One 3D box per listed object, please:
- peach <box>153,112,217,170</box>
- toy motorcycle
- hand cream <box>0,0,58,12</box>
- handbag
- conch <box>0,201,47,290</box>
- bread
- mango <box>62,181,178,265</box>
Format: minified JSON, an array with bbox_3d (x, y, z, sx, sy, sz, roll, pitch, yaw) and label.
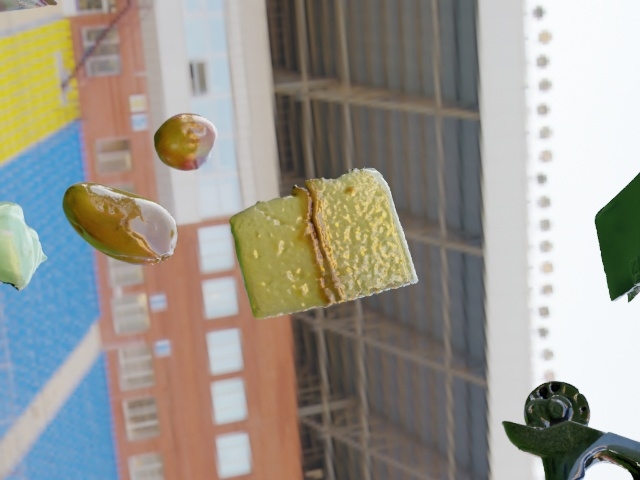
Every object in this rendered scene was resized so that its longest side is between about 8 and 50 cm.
[{"bbox_3d":[-0.224,-0.165,2.043,0.101,0.101,0.100,172,-90,-73],"label":"peach"},{"bbox_3d":[0.356,0.297,1.361,0.125,0.359,0.212,67,44,-67],"label":"toy motorcycle"},{"bbox_3d":[-0.568,-0.355,1.829,0.124,0.341,0.077,45,46,-74],"label":"hand cream"},{"bbox_3d":[0.425,-0.019,1.576,0.221,0.057,0.144,127,-29,-60],"label":"handbag"},{"bbox_3d":[-0.546,0.012,1.887,0.143,0.251,0.137,-174,-99,-82],"label":"conch"},{"bbox_3d":[0.000,0.000,1.738,0.135,0.240,0.178,-151,-133,-82],"label":"bread"},{"bbox_3d":[-0.187,-0.016,1.152,0.080,0.114,0.060,-18,-130,60],"label":"mango"}]
